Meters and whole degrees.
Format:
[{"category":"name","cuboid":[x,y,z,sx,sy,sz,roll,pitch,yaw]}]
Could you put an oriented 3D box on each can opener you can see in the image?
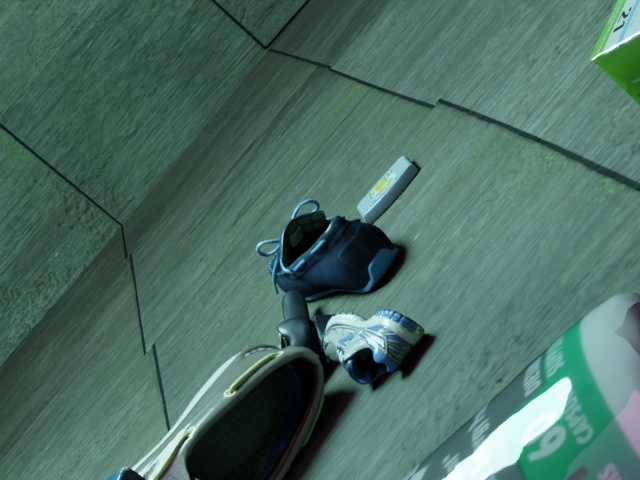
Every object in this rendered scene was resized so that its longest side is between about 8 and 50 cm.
[{"category":"can opener","cuboid":[-0.019,0.095,1.346,0.186,0.073,0.059,-133,44,-78]}]

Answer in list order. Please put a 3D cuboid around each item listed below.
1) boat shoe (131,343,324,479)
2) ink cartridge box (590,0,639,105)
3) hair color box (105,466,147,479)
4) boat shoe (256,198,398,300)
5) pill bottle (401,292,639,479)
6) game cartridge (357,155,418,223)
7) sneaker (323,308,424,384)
[{"category":"boat shoe","cuboid":[-0.104,0.223,1.158,0.324,0.116,0.096,-53,14,-28]},{"category":"ink cartridge box","cuboid":[0.339,-0.209,0.946,0.255,0.097,0.189,-30,25,54]},{"category":"hair color box","cuboid":[-0.140,0.335,0.876,0.105,0.174,0.347,-40,19,29]},{"category":"boat shoe","cuboid":[0.000,0.000,1.421,0.109,0.089,0.258,-56,16,-21]},{"category":"pill bottle","cuboid":[0.063,0.209,0.545,0.361,0.204,0.204,-46,16,18]},{"category":"game cartridge","cuboid":[0.075,-0.057,1.485,0.083,0.017,0.056,-49,19,6]},{"category":"sneaker","cuboid":[0.034,0.098,1.174,0.135,0.052,0.058,-22,36,61]}]
